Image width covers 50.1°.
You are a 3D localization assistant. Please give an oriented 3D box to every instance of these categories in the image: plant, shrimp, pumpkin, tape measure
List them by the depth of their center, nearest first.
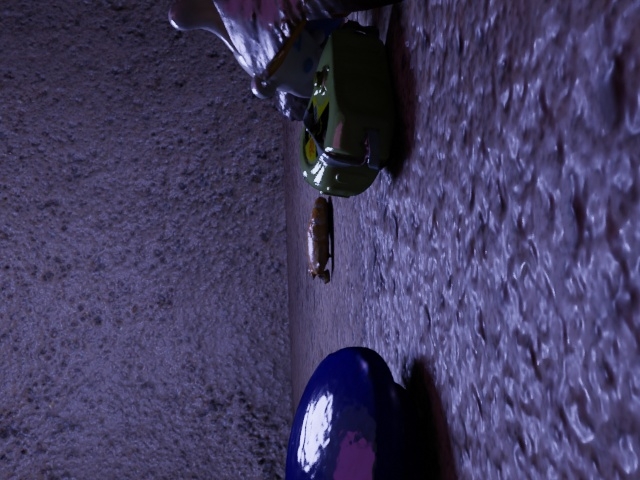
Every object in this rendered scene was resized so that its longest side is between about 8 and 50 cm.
[{"bbox_3d":[-0.053,-0.360,0.793,0.095,0.258,0.290,-39,-73,-48],"label":"pumpkin"},{"bbox_3d":[0.036,-0.144,0.869,0.175,0.106,0.200,120,149,-51],"label":"tape measure"},{"bbox_3d":[-0.029,-0.329,1.295,0.132,0.129,0.194,-104,11,-53],"label":"plant"},{"bbox_3d":[0.004,0.000,1.477,0.132,0.052,0.187,9,-95,-78],"label":"shrimp"}]

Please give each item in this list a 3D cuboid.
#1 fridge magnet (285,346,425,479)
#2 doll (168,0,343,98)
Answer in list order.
[{"bbox_3d":[0.030,0.254,0.781,0.265,0.113,0.265,-166,90,-71],"label":"fridge magnet"},{"bbox_3d":[-0.078,-0.328,0.991,0.159,0.311,0.242,22,104,54],"label":"doll"}]
